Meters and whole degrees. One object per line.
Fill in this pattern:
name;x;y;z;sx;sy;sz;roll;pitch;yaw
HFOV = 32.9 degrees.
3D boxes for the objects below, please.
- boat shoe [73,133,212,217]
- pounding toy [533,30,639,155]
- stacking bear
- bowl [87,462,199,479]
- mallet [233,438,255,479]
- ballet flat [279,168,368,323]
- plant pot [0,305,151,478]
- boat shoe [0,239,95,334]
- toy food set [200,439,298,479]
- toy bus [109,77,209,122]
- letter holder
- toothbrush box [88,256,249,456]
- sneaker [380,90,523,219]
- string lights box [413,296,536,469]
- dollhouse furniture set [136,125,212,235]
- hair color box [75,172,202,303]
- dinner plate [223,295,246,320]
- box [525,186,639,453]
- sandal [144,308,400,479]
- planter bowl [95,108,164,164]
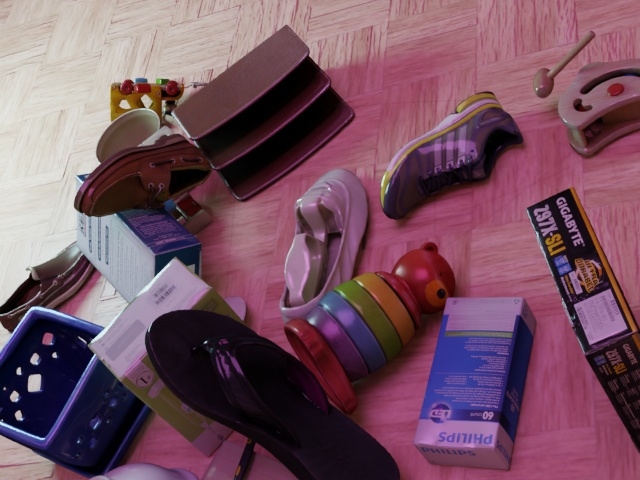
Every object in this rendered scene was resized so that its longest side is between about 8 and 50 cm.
boat shoe;-0.325;-0.114;2.047;0.104;0.111;0.307;38;44;16
pounding toy;0.484;-0.253;1.845;0.269;0.155;0.154;-2;50;29
stacking bear;0.098;0.121;1.785;0.289;0.175;0.164;-35;20;-11
bowl;-0.330;0.466;1.718;0.297;0.134;0.298;-34;32;25
mallet;-0.140;0.386;1.693;0.062;0.039;0.190;-18;40;31
ballet flat;0.000;0.000;1.951;0.139;0.139;0.400;-9;51;25
plant pot;-0.443;0.283;1.931;0.235;0.212;0.236;11;62;37
boat shoe;-0.566;0.085;2.242;0.095;0.095;0.257;25;71;41
toy food set;-0.104;0.458;1.694;0.306;0.092;0.220;11;62;45
toy bus;-0.380;-0.306;2.433;0.202;0.191;0.105;12;106;37
letter holder;-0.113;-0.254;2.205;0.301;0.152;0.214;-37;47;0
toothbrush box;-0.215;0.199;1.812;0.206;0.283;0.122;-47;45;-9
sneaker;0.233;-0.141;1.944;0.300;0.111;0.121;-42;50;-3
string lights box;0.241;0.216;1.674;0.133;0.077;0.260;-2;55;30
dollhouse furniture set;-0.296;-0.118;2.216;0.129;0.129;0.183;-39;47;-8
hair color box;-0.360;0.009;2.112;0.105;0.174;0.347;-15;36;-33
dinner plate;-0.194;0.157;1.993;0.141;0.017;0.141;-33;34;25
box;0.396;0.118;1.489;0.079;0.322;0.257;-26;46;12
sandal;-0.058;0.232;1.615;0.445;0.107;0.167;36;46;4
planter bowl;-0.389;-0.189;2.344;0.162;0.109;0.162;-16;48;19
